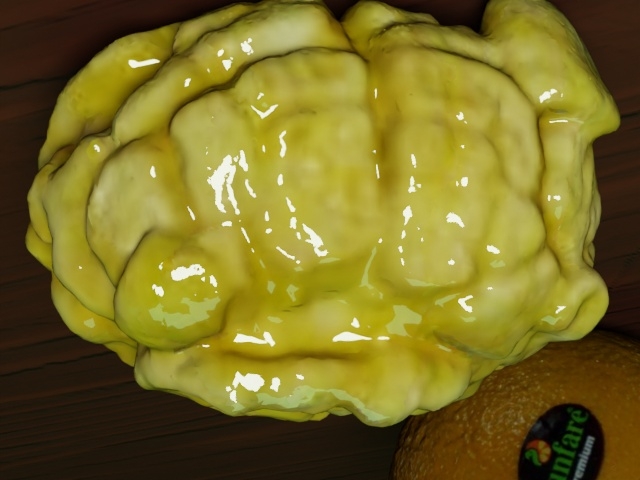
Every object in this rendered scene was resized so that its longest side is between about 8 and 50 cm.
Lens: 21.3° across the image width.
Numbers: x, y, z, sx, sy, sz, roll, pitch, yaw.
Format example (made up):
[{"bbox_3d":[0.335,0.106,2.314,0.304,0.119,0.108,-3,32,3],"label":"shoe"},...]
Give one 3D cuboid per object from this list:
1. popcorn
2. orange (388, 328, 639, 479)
[{"bbox_3d":[0.013,-0.004,0.557,0.194,0.140,0.163,13,159,-42],"label":"popcorn"},{"bbox_3d":[0.130,0.144,0.883,0.206,0.206,0.206,-3,160,-1],"label":"orange"}]
